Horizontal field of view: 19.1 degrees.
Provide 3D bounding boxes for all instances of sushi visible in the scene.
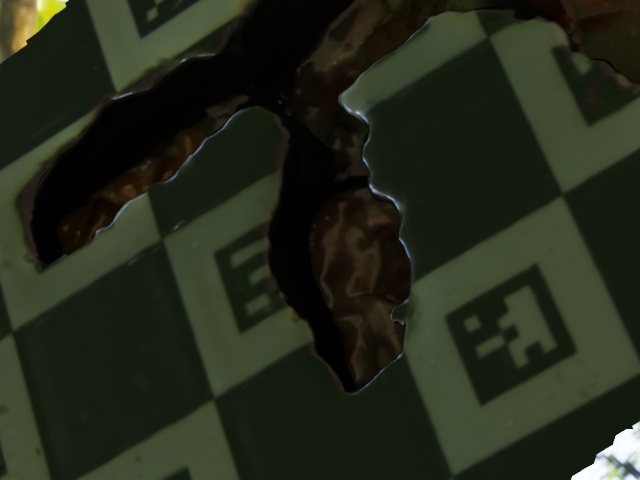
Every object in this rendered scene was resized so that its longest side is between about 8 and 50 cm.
[{"bbox_3d":[0.000,0.000,0.426,0.279,0.043,0.192,-44,-126,7],"label":"sushi"}]
